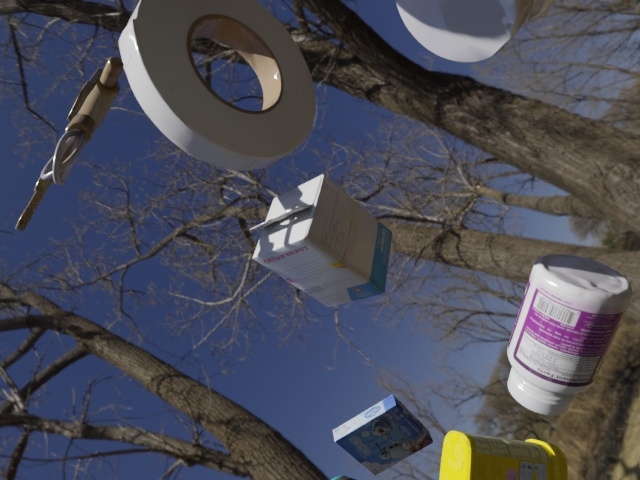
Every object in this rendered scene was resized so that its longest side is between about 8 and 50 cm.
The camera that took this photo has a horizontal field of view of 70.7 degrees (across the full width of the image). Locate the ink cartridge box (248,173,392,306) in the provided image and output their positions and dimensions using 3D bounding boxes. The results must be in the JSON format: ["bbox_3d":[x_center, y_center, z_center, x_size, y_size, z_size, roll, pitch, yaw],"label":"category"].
[{"bbox_3d":[0.000,0.000,0.519,0.143,0.092,0.089,38,-130,-31],"label":"ink cartridge box"}]

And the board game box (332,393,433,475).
[{"bbox_3d":[0.077,0.241,0.555,0.090,0.020,0.090,-36,-64,12],"label":"board game box"}]

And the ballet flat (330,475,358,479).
[{"bbox_3d":[0.019,0.322,0.412,0.074,0.074,0.202,-3,-73,-54],"label":"ballet flat"}]

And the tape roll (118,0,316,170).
[{"bbox_3d":[-0.178,-0.326,0.881,0.392,0.072,0.391,16,-116,-37],"label":"tape roll"}]

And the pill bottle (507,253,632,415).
[{"bbox_3d":[0.475,0.192,0.897,0.169,0.169,0.301,-24,-52,-46],"label":"pill bottle"}]

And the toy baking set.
[{"bbox_3d":[-0.272,-0.112,0.506,0.030,0.256,0.196,27,-133,-30],"label":"toy baking set"}]

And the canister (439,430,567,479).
[{"bbox_3d":[0.262,0.348,0.652,0.170,0.073,0.126,15,-106,-17],"label":"canister"}]

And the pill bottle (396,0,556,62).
[{"bbox_3d":[0.196,-0.311,0.446,0.264,0.153,0.153,-52,-35,-17],"label":"pill bottle"}]
